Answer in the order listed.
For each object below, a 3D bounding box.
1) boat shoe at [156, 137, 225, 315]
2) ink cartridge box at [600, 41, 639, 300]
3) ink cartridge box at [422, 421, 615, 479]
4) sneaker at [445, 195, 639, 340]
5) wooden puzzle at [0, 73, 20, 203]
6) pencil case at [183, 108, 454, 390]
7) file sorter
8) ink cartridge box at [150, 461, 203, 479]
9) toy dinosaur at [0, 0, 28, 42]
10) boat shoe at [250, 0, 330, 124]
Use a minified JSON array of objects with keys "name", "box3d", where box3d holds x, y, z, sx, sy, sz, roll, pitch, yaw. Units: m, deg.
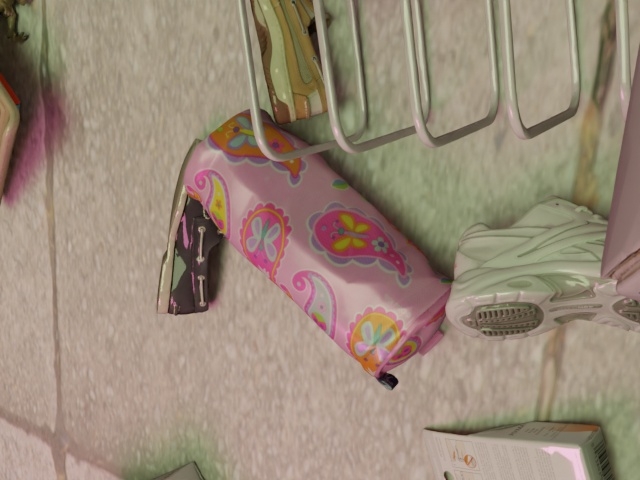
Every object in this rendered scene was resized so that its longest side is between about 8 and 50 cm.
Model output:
[{"name":"boat shoe","box3d":[-0.138,-0.011,0.787,0.064,0.075,0.206,10,106,-16]},{"name":"ink cartridge box","box3d":[0.299,-0.145,0.284,0.279,0.160,0.385,10,83,16]},{"name":"ink cartridge box","box3d":[0.191,0.243,0.658,0.179,0.045,0.146,-11,97,51]},{"name":"sneaker","box3d":[0.213,0.008,0.548,0.232,0.115,0.090,-4,145,13]},{"name":"wooden puzzle","box3d":[-0.452,-0.185,0.911,0.239,0.044,0.221,59,142,10]},{"name":"pencil case","box3d":[0.000,0.000,0.660,0.284,0.124,0.124,42,120,15]},{"name":"file sorter","box3d":[0.099,-0.162,0.515,0.277,0.193,0.173,-1,104,32]},{"name":"ink cartridge box","box3d":[-0.223,0.384,0.882,0.176,0.128,0.127,-33,84,33]},{"name":"toy dinosaur","box3d":[-0.410,-0.297,0.888,0.183,0.053,0.093,-28,72,33]},{"name":"boat shoe","box3d":[-0.026,-0.206,0.663,0.072,0.068,0.190,-12,87,-1]}]
